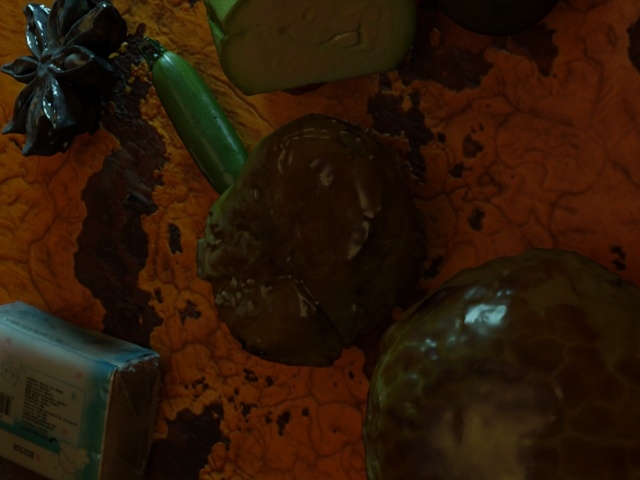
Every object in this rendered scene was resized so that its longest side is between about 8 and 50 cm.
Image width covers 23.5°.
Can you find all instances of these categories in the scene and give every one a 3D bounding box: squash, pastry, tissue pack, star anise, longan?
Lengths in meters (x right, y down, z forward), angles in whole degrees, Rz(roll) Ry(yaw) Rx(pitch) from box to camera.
[{"bbox_3d":[-0.036,-0.359,1.784,0.210,0.233,0.309,86,170,-51],"label":"squash"},{"bbox_3d":[0.000,0.000,1.811,0.311,0.162,0.255,-45,69,30],"label":"pastry"},{"bbox_3d":[-0.153,-0.152,1.955,0.066,0.066,0.252,-39,73,30],"label":"squash"},{"bbox_3d":[-0.355,0.213,2.089,0.271,0.124,0.202,17,103,30],"label":"tissue pack"},{"bbox_3d":[-0.332,-0.220,2.047,0.236,0.109,0.223,-23,58,47],"label":"star anise"},{"bbox_3d":[0.192,-0.310,1.649,0.167,0.167,0.187,30,153,28],"label":"longan"},{"bbox_3d":[0.214,0.203,1.598,0.388,0.312,0.389,6,102,32],"label":"pastry"}]

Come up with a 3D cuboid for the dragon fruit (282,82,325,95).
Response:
[{"bbox_3d":[-0.056,-0.251,1.858,0.153,0.111,0.153,1,92,36],"label":"dragon fruit"}]
